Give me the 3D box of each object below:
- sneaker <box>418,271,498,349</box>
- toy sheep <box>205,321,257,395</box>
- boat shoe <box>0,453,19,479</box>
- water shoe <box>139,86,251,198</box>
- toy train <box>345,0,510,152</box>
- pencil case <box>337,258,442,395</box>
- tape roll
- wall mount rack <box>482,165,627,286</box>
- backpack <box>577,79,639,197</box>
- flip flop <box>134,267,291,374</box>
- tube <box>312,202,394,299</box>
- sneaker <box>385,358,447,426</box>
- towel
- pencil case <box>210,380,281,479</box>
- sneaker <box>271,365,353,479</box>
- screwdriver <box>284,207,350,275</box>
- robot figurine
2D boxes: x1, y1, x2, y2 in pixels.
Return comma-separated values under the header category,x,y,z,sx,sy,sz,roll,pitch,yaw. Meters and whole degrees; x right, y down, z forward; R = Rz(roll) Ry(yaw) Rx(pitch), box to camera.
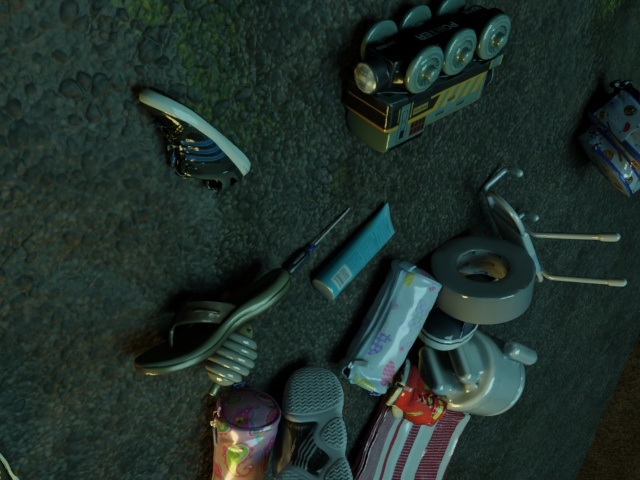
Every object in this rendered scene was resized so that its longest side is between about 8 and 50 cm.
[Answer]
category,x,y,z,sx,sy,sz,roll,pitch,yaw
sneaker,0.333,0.126,1.514,0.321,0.126,0.127,-31,139,-45
toy sheep,-0.147,0.193,1.089,0.091,0.091,0.132,40,66,-51
boat shoe,-0.439,0.303,0.882,0.042,0.049,0.133,-38,142,-35
water shoe,-0.169,-0.120,0.871,0.080,0.073,0.203,-54,140,-1
toy train,0.179,-0.278,1.092,0.334,0.142,0.190,-31,146,-32
pencil case,0.138,0.173,1.349,0.124,0.113,0.273,24,96,-36
tape roll,0.343,0.079,1.417,0.219,0.219,0.072,-29,132,-31
wall mount rack,0.501,-0.007,1.456,0.130,0.304,0.350,-40,140,1
backpack,0.792,-0.228,1.652,0.213,0.263,0.277,-50,143,16
flip flop,-0.166,0.109,1.011,0.277,0.112,0.080,-34,109,-23
tube,0.071,0.023,1.236,0.207,0.052,0.080,-45,144,-24
sneaker,0.216,0.338,1.433,0.107,0.118,0.279,-63,158,-17
towel,0.233,0.513,1.656,0.329,0.037,0.237,22,91,-38
pencil case,-0.147,0.403,1.202,0.124,0.124,0.284,-14,124,-41
sneaker,-0.021,0.433,1.213,0.138,0.365,0.210,5,137,-4
screwdriver,0.000,0.000,1.162,0.170,0.025,0.024,-42,138,-17
robot figurine,0.372,0.321,1.620,0.300,0.199,0.353,-27,150,28
